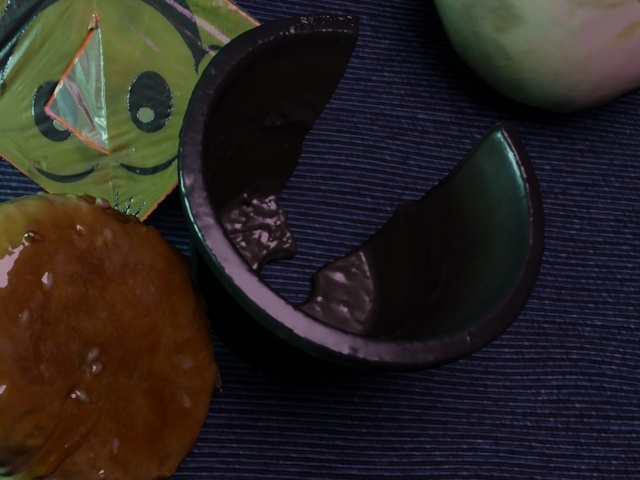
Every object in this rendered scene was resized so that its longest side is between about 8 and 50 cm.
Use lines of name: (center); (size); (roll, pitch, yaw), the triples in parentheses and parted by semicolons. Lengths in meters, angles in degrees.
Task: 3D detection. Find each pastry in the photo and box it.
pastry: (-0.245, 0.103, 1.479); (0.316, 0.184, 0.284); (35, 64, -37)

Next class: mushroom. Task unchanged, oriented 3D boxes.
mushroom: (0.282, -0.338, 1.882); (0.325, 0.353, 0.353); (-17, 71, -46)

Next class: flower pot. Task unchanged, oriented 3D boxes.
flower pot: (0.000, 0.000, 1.611); (0.379, 0.251, 0.379); (11, 61, -20)

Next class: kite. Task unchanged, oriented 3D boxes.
kite: (-0.218, -0.156, 1.653); (0.378, 0.013, 0.327); (-3, 95, 1)
